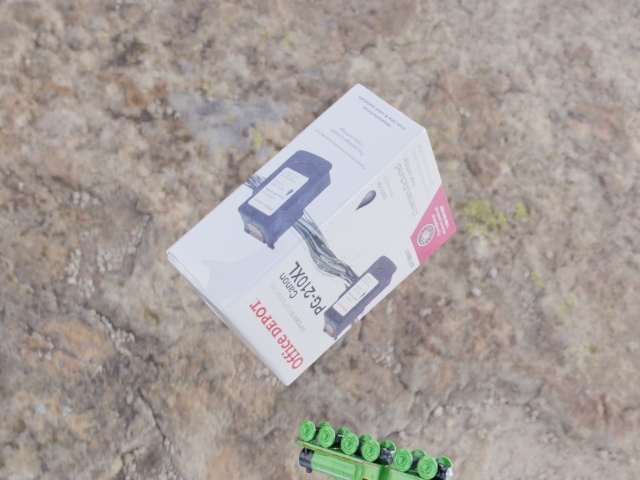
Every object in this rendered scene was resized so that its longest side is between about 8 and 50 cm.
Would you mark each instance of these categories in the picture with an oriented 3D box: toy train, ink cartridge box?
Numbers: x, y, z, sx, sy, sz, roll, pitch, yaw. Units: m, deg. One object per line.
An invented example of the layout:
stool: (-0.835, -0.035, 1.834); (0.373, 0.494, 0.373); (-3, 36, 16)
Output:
toy train: (0.021, 0.097, 0.367); (0.017, 0.083, 0.024); (18, 80, -47)
ink cartridge box: (0.000, 0.000, 0.795); (0.237, 0.172, 0.100); (-42, 54, -9)
